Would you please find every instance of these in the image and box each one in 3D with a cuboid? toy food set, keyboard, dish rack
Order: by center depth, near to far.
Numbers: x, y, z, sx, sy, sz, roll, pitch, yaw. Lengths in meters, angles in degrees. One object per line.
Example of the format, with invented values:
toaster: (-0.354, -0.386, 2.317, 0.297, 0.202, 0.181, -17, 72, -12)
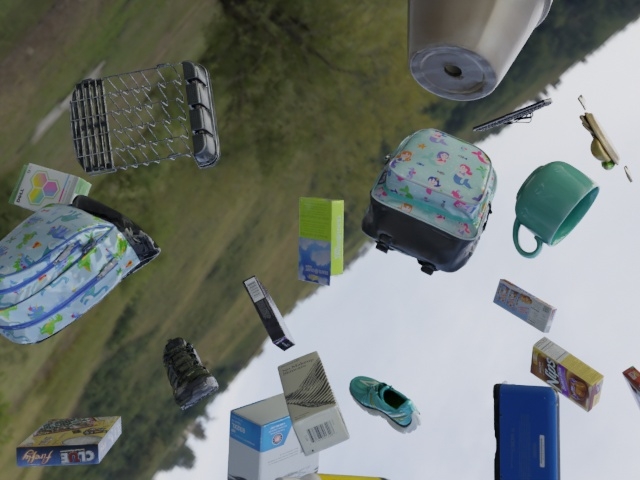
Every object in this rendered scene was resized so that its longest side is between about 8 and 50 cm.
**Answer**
dish rack: (-0.340, -0.228, 1.715, 0.271, 0.208, 0.074, -10, 169, 6)
toy food set: (0.545, -0.196, 1.768, 0.038, 0.192, 0.132, -32, -177, 21)
keyboard: (0.457, -0.283, 2.093, 0.192, 0.038, 0.100, -18, -177, 38)

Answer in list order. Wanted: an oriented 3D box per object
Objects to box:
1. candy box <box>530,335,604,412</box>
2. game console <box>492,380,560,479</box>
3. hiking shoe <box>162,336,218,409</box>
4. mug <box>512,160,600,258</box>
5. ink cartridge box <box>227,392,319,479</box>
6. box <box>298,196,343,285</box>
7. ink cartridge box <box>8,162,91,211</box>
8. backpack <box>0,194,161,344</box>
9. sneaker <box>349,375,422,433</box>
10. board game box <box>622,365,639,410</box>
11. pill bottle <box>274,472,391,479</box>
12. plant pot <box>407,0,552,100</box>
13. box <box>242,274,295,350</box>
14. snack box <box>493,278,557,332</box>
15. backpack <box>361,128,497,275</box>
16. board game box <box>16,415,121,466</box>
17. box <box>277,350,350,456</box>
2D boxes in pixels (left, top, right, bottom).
candy box: (0.622, 0.339, 2.281, 0.053, 0.109, 0.186, -32, -133, -25)
game console: (0.503, 0.491, 2.170, 0.250, 0.173, 0.293, -5, -97, 46)
hiking shoe: (-0.262, 0.246, 1.704, 0.086, 0.114, 0.227, -30, -171, -17)
mug: (0.379, -0.060, 1.502, 0.157, 0.097, 0.129, -40, 157, -20)
ink cartridge box: (-0.119, 0.569, 2.304, 0.129, 0.308, 0.223, 14, -164, 40)
box: (0.000, 0.000, 1.907, 0.109, 0.042, 0.178, 9, -79, 48)
ink cartridge box: (-0.682, -0.122, 2.215, 0.062, 0.209, 0.109, 39, 69, -71)
backpack: (-0.583, 0.062, 1.971, 0.290, 0.273, 0.356, 22, -111, 42)
sneaker: (0.182, 0.441, 2.556, 0.107, 0.110, 0.275, -38, -145, -24)
board game box: (0.595, 0.327, 1.451, 0.027, 0.145, 0.281, -31, -153, -1)
pill bottle: (0.022, 0.454, 1.512, 0.119, 0.208, 0.119, -171, -90, -67)
plant pot: (0.307, -0.461, 1.883, 0.323, 0.323, 0.280, -27, -141, 59)
box: (-0.086, 0.127, 1.536, 0.029, 0.116, 0.162, -28, 168, -3)
snack box: (0.485, 0.155, 2.146, 0.178, 0.022, 0.064, 34, -65, 50)
backpack: (0.214, -0.091, 1.667, 0.253, 0.225, 0.191, -54, 165, -50)
board game box: (-0.527, 0.423, 1.905, 0.243, 0.165, 0.042, -128, -144, -88)
box: (-0.020, 0.362, 2.026, 0.113, 0.094, 0.275, -22, -159, -3)
